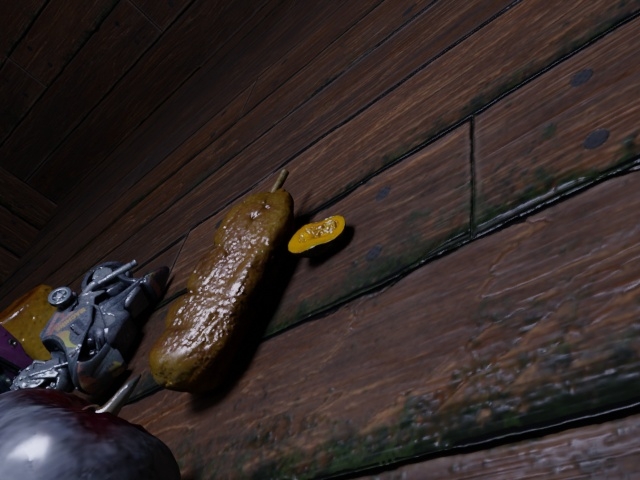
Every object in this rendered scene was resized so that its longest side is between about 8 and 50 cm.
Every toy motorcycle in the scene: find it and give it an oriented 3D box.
[{"bbox_3d":[-0.375,0.151,1.027,0.173,0.108,0.307,5,46,16],"label":"toy motorcycle"}]

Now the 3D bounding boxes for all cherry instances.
[{"bbox_3d":[-0.253,0.261,0.579,0.255,0.218,0.296,10,74,36],"label":"cherry"}]

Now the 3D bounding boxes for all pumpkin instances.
[{"bbox_3d":[0.001,0.000,0.745,0.083,0.028,0.050,-21,35,31],"label":"pumpkin"}]

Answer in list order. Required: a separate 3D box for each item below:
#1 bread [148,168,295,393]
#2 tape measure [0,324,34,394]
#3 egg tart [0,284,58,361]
[{"bbox_3d":[-0.105,0.042,0.797,0.124,0.084,0.344,4,54,33],"label":"bread"},{"bbox_3d":[-0.535,0.271,0.985,0.149,0.245,0.231,-38,16,14],"label":"tape measure"},{"bbox_3d":[-0.534,0.190,1.185,0.215,0.170,0.215,-31,18,11],"label":"egg tart"}]
